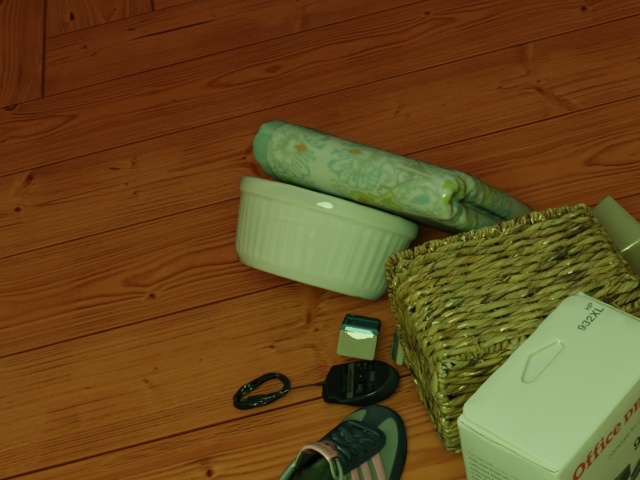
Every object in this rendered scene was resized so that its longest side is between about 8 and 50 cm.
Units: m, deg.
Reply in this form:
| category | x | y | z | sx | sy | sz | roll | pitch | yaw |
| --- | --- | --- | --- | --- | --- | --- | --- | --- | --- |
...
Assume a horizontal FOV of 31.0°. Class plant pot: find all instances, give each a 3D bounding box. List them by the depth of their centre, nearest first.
| category | x | y | z | sx | sy | sz | roll | pitch | yaw |
| --- | --- | --- | --- | --- | --- | --- | --- | --- | --- |
| plant pot | 0.413 | 0.021 | 1.658 | 0.096 | 0.109 | 0.109 | -32 | 42 | -2 |

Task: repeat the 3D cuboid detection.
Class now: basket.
| category | x | y | z | sx | sy | sz | roll | pitch | yaw |
| --- | --- | --- | --- | --- | --- | --- | --- | --- | --- |
| basket | 0.258 | 0.119 | 1.496 | 0.299 | 0.213 | 0.223 | -17 | 40 | -6 |

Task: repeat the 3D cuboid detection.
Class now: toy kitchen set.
| category | x | y | z | sx | sy | sz | roll | pitch | yaw |
| --- | --- | --- | --- | --- | --- | --- | --- | --- | --- |
| toy kitchen set | 0.140 | 0.088 | 1.606 | 0.207 | 0.166 | 0.122 | 10 | 3 | 3 |

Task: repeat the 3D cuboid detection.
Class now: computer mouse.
| category | x | y | z | sx | sy | sz | roll | pitch | yaw |
| --- | --- | --- | --- | --- | --- | --- | --- | --- | --- |
| computer mouse | -0.005 | 0.212 | 1.611 | 0.242 | 0.041 | 0.071 | -8 | 45 | 16 |

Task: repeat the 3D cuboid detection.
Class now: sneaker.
| category | x | y | z | sx | sy | sz | roll | pitch | yaw |
| --- | --- | --- | --- | --- | --- | --- | --- | --- | --- |
| sneaker | 0.023 | 0.281 | 1.419 | 0.112 | 0.131 | 0.319 | 11 | 34 | 22 |

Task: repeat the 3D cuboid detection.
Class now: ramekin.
| category | x | y | z | sx | sy | sz | roll | pitch | yaw |
| --- | --- | --- | --- | --- | --- | --- | --- | --- | --- |
| ramekin | 0.000 | 0.000 | 1.691 | 0.273 | 0.273 | 0.127 | 16 | 91 | 30 |

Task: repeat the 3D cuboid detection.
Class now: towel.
| category | x | y | z | sx | sy | sz | roll | pitch | yaw |
| --- | --- | --- | --- | --- | --- | --- | --- | --- | --- |
| towel | 0.121 | -0.077 | 1.692 | 0.320 | 0.374 | 0.090 | 15 | 90 | 30 |

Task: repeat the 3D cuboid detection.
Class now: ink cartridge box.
| category | x | y | z | sx | sy | sz | roll | pitch | yaw |
| --- | --- | --- | --- | --- | --- | --- | --- | --- | --- |
| ink cartridge box | 0.278 | 0.249 | 1.267 | 0.129 | 0.307 | 0.223 | 25 | 54 | 37 |

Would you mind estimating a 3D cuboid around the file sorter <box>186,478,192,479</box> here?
| category | x | y | z | sx | sy | sz | roll | pitch | yaw |
| --- | --- | --- | --- | --- | --- | --- | --- | --- | --- |
| file sorter | -0.167 | 0.391 | 1.389 | 0.118 | 0.104 | 0.170 | 22 | 51 | 34 |
